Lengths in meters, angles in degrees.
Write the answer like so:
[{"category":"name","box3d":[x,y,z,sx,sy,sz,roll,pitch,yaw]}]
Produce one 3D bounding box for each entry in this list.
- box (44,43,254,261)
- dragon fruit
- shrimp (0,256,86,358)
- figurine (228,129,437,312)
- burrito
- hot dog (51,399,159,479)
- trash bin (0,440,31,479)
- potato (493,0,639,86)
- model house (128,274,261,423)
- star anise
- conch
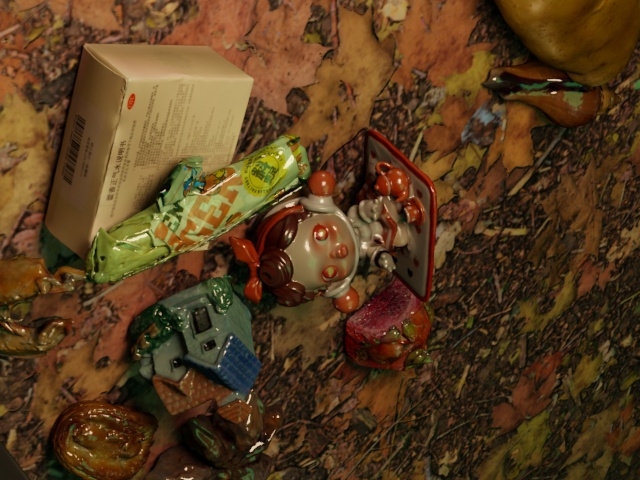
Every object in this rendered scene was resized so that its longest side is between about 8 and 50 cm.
[{"category":"box","box3d":[-0.183,-0.093,1.602,0.168,0.095,0.212,-7,123,-43]},{"category":"dragon fruit","box3d":[0.112,0.119,2.051,0.147,0.096,0.102,-37,136,-19]},{"category":"shrimp","box3d":[-0.315,0.066,1.562,0.132,0.187,0.051,47,40,-37]},{"category":"figurine","box3d":[0.000,0.000,1.824,0.226,0.160,0.183,-18,130,-24]},{"category":"burrito","box3d":[-0.126,-0.045,1.577,0.288,0.054,0.104,-30,136,-22]},{"category":"hot dog","box3d":[-0.252,0.241,1.820,0.147,0.065,0.099,26,90,-48]},{"category":"trash bin","box3d":[-0.406,0.197,1.562,0.115,0.165,0.225,-37,137,-16]},{"category":"potato","box3d":[0.305,-0.324,1.847,0.369,0.176,0.195,49,43,-51]},{"category":"model house","box3d":[-0.137,0.145,1.757,0.148,0.148,0.119,-25,144,7]},{"category":"star anise","box3d":[-0.122,0.271,1.961,0.212,0.073,0.197,6,117,-49]},{"category":"conch","box3d":[0.320,-0.197,2.018,0.233,0.080,0.086,19,98,-48]}]
